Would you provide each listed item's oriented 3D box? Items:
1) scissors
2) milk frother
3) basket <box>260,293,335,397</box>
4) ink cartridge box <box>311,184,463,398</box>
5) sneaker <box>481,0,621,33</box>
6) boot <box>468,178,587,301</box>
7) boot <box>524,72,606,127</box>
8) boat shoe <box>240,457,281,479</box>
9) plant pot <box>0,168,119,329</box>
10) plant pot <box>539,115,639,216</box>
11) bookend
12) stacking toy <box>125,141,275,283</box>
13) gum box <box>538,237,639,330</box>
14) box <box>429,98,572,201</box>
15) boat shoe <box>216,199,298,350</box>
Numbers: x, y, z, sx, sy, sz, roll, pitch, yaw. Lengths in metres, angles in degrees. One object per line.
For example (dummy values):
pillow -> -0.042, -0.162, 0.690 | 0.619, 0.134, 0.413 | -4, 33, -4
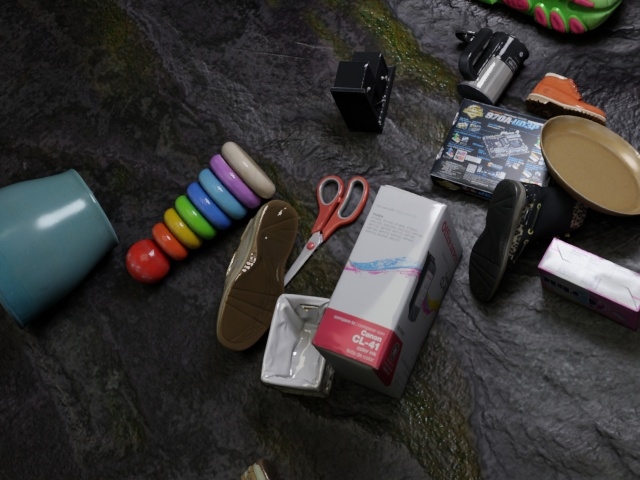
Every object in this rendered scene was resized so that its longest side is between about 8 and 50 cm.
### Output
scissors -> 0.000, 0.000, 1.786 | 0.109, 0.021, 0.297 | 18, 73, 23
milk frother -> 0.308, -0.343, 1.811 | 0.135, 0.129, 0.143 | -54, 21, -11
basket -> -0.027, 0.194, 1.664 | 0.113, 0.103, 0.167 | 5, 70, 18
ink cartridge box -> 0.122, 0.093, 1.594 | 0.131, 0.226, 0.306 | 20, 75, 23
sneaker -> 0.402, -0.579, 1.855 | 0.483, 0.185, 0.202 | 38, 64, 24
boot -> 0.367, 0.000, 1.625 | 0.178, 0.236, 0.085 | -4, 32, -27
boot -> 0.475, -0.265, 1.739 | 0.158, 0.059, 0.085 | 28, 73, 26
boat shoe -> -0.086, 0.474, 1.589 | 0.072, 0.068, 0.190 | -36, 52, 13
plant pot -> -0.555, -0.005, 1.836 | 0.255, 0.272, 0.272 | -33, 61, -16
plant pot -> 0.484, -0.126, 1.623 | 0.236, 0.032, 0.236 | 14, 45, -15
bookend -> 0.087, -0.319, 1.822 | 0.072, 0.156, 0.157 | 6, 68, 19
stacking toy -> -0.249, -0.039, 1.831 | 0.330, 0.141, 0.141 | -43, 62, 4
gum box -> 0.461, 0.073, 1.566 | 0.188, 0.107, 0.062 | 27, 77, 25
box -> 0.339, -0.158, 1.735 | 0.220, 0.051, 0.175 | 19, 74, 23
boat shoe -> -0.129, 0.070, 1.758 | 0.109, 0.098, 0.302 | 24, 70, -21
